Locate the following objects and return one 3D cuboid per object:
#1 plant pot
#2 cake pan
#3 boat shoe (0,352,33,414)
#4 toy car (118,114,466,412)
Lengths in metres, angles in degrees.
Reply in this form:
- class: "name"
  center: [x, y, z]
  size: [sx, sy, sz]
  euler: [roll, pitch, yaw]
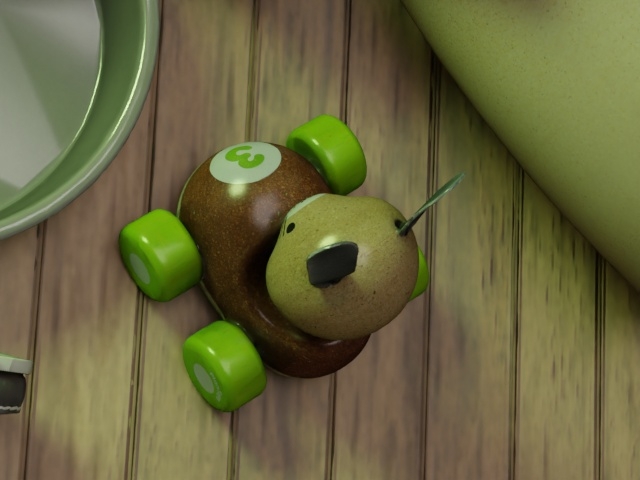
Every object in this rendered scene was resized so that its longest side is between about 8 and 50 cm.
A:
- class: "plant pot"
  center: [0.191, -0.125, 1.068]
  size: [0.274, 0.256, 0.256]
  euler: [37, 67, 5]
- class: "cake pan"
  center: [-0.238, -0.131, 0.978]
  size: [0.293, 0.054, 0.293]
  euler: [4, 78, -21]
- class: "boat shoe"
  center: [-0.266, 0.091, 0.911]
  size: [0.227, 0.081, 0.069]
  euler: [0, 82, -15]
- class: "toy car"
  center: [0.000, 0.000, 0.974]
  size: [0.155, 0.188, 0.149]
  euler: [-31, 92, -25]
